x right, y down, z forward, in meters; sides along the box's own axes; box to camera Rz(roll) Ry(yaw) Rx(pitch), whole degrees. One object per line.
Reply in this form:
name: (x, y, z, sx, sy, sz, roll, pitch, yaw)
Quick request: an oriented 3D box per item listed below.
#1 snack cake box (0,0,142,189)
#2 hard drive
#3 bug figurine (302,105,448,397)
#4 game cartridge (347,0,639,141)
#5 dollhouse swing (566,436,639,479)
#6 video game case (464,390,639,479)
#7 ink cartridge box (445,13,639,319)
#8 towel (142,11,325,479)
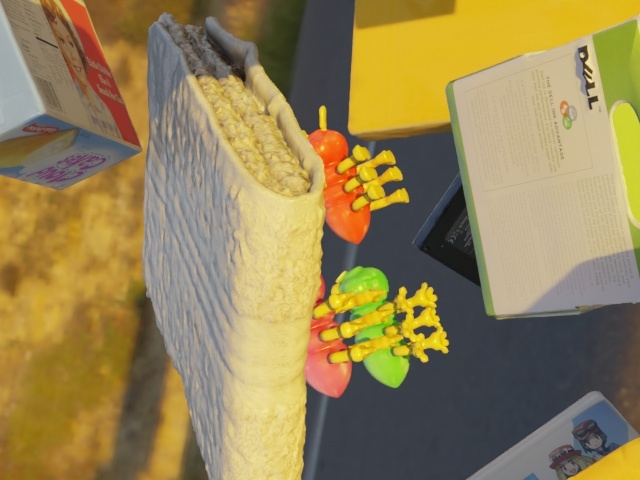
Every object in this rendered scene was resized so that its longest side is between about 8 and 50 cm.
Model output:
snack cake box: (-0.241, -0.136, 1.151, 0.264, 0.089, 0.152, 18, -132, -81)
hard drive: (0.170, -0.001, 1.401, 0.094, 0.135, 0.022, -56, 21, 7)
bug figurine: (0.000, 0.000, 0.969, 0.216, 0.072, 0.279, 69, -162, 9)
game cartridge: (0.175, -0.247, 1.362, 0.324, 0.053, 0.285, -3, 79, 35)
dollhouse swing: (0.231, 0.179, 0.579, 0.347, 0.315, 0.305, 36, 125, 31)
video game case: (0.129, 0.289, 0.847, 0.300, 0.329, 0.036, 51, 170, 33)
ink cartridge box: (0.202, -0.047, 1.013, 0.255, 0.097, 0.188, -11, 89, 66)
towel: (-0.049, 0.003, 0.732, 0.282, 0.049, 0.187, -120, 29, -59)
